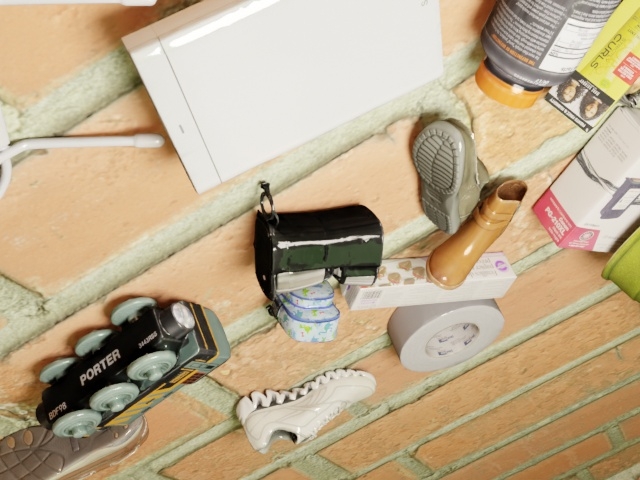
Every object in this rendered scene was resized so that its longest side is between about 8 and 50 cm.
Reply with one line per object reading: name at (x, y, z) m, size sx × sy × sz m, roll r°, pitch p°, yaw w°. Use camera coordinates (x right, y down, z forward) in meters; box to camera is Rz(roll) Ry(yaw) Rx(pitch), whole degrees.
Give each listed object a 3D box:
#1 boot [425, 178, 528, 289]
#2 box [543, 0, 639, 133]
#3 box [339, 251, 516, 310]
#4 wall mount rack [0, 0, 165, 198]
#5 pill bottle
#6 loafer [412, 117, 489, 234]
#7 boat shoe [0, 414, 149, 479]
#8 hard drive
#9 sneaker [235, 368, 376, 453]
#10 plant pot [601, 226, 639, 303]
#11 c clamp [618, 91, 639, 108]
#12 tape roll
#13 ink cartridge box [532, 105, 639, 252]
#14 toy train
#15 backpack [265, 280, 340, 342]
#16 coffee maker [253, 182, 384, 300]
boot at (0.252, -0.015, 1.262) m, size 0.197 × 0.073 × 0.152 m, roll -44°, pitch 170°, yaw -43°
box at (0.414, -0.261, 1.069) m, size 0.058 × 0.087 × 0.232 m, roll -36°, pitch 166°, yaw -53°
box at (0.194, 0.071, 1.395) m, size 0.324 × 0.063 × 0.067 m, roll -3°, pitch 141°, yaw -23°
wall mount rack at (-0.324, -0.142, 0.835) m, size 0.304 × 0.130 × 0.350 m, roll -40°, pitch 156°, yaw -34°
pill bottle at (0.280, -0.279, 0.953) m, size 0.130 × 0.130 × 0.245 m, roll 0°, pitch 138°, yaw -26°
loafer at (0.199, -0.107, 1.174) m, size 0.087 × 0.094 × 0.251 m, roll -41°, pitch 156°, yaw -15°
boat shoe at (-0.461, 0.394, 1.422) m, size 0.324 × 0.123 × 0.116 m, roll -20°, pitch 145°, yaw 0°
hard drive at (-0.023, -0.211, 0.913) m, size 0.353 × 0.047 × 0.233 m, roll -27°, pitch 144°, yaw -8°
sneaker at (-0.018, 0.347, 1.586) m, size 0.292 × 0.118 × 0.110 m, roll -15°, pitch 141°, yaw -11°
plant pot at (0.750, 0.069, 1.344) m, size 0.366 × 0.353 × 0.366 m, roll -32°, pitch 156°, yaw -16°
c clamp at (0.518, -0.253, 1.193) m, size 0.161 × 0.022 × 0.137 m, roll -30°, pitch 142°, yaw 10°
tape roll at (0.244, 0.168, 1.533) m, size 0.219 × 0.072 × 0.219 m, roll -14°, pitch 143°, yaw -11°
ink cartridge box at (0.504, -0.094, 1.316) m, size 0.172 × 0.100 × 0.237 m, roll 5°, pitch 136°, yaw -32°
toy train at (-0.304, 0.213, 1.270) m, size 0.334 × 0.142 × 0.190 m, roll -37°, pitch 150°, yaw 19°
backpack at (-0.022, 0.113, 1.297) m, size 0.105 × 0.114 × 0.084 m, roll -1°, pitch 118°, yaw -23°
coffee maker at (0.000, 0.000, 1.165) m, size 0.178 × 0.120 × 0.171 m, roll -8°, pitch 140°, yaw -19°
